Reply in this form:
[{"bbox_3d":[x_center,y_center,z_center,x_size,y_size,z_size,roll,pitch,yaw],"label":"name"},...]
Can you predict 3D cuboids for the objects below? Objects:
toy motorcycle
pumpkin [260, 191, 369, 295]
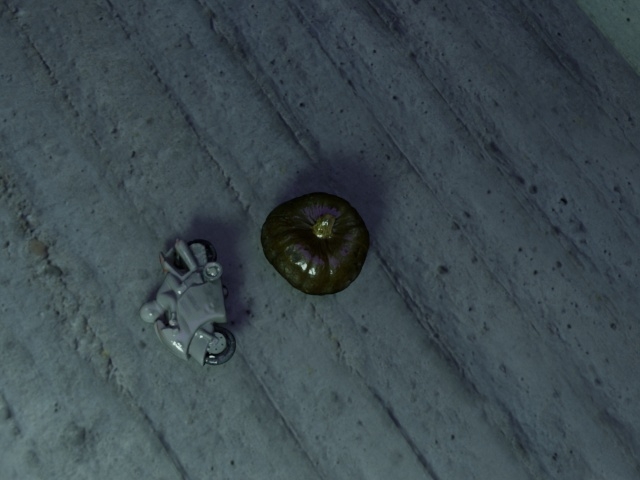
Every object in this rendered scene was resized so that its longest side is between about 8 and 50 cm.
[{"bbox_3d":[-0.254,0.119,1.413,0.170,0.110,0.260,-11,64,-9],"label":"toy motorcycle"},{"bbox_3d":[0.000,0.000,1.510,0.218,0.162,0.219,7,59,-12],"label":"pumpkin"}]
